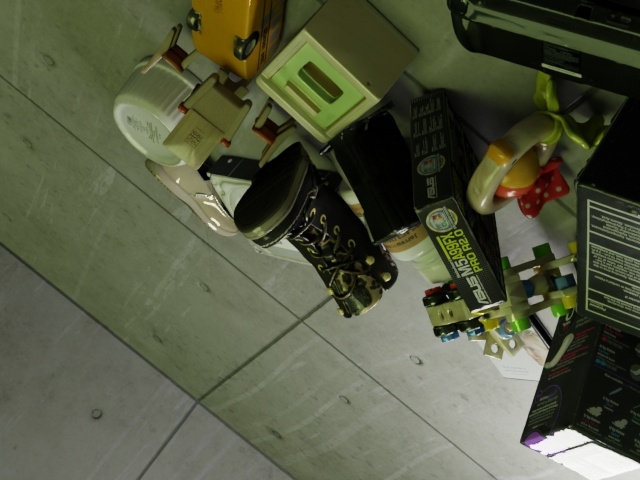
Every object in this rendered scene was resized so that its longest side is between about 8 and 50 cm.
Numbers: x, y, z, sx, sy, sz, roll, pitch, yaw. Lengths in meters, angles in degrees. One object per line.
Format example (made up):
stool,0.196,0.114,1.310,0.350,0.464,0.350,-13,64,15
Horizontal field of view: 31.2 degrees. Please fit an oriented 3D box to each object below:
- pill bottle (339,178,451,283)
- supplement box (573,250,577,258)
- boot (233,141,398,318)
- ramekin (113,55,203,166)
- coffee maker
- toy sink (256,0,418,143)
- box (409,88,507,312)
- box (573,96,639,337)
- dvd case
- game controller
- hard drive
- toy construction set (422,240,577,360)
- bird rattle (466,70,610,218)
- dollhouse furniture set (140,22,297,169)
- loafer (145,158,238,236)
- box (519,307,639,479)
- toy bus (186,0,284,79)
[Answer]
pill bottle,0.149,-0.041,1.916,0.229,0.131,0.131,48,151,-20
supplement box,0.438,0.020,1.747,0.083,0.055,0.043,33,152,7
boot,0.000,0.000,1.880,0.284,0.138,0.377,51,-170,-12
ramekin,-0.294,-0.234,2.171,0.207,0.109,0.207,29,153,17
coffee maker,0.094,-0.094,1.732,0.178,0.120,0.171,61,173,3
toy sink,0.008,-0.252,1.741,0.153,0.131,0.234,43,150,-10
box,0.200,-0.061,1.690,0.060,0.270,0.216,-20,128,18
box,0.501,0.002,1.498,0.296,0.182,0.294,22,149,26
dvd case,0.350,0.174,2.132,0.180,0.022,0.253,-1,134,51
game controller,0.309,-0.256,1.442,0.319,0.067,0.166,21,170,20
hard drive,-0.043,-0.045,2.219,0.339,0.064,0.237,12,144,39
toy construction set,0.300,0.100,1.890,0.151,0.215,0.327,66,159,16
bird rattle,0.274,-0.114,1.593,0.143,0.207,0.253,51,147,14
dollhouse furniture set,-0.183,-0.216,1.901,0.262,0.135,0.259,38,-168,-10
loafer,-0.239,-0.102,2.332,0.268,0.092,0.102,42,-176,-43
box,0.442,0.214,1.789,0.143,0.270,0.165,27,155,-9
toy bus,-0.119,-0.378,1.708,0.108,0.130,0.332,33,153,11
